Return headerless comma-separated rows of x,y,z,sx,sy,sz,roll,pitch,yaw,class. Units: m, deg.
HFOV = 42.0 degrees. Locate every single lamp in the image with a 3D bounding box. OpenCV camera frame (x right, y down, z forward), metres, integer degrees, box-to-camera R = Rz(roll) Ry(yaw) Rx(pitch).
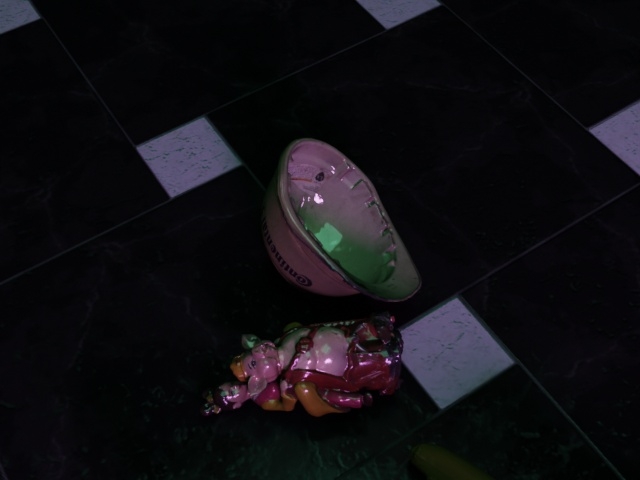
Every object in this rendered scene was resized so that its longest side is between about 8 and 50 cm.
-0.025,0.153,1.013,0.253,0.118,0.118,-6,55,-5,lamp

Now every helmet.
0.000,0.005,1.103,0.204,0.137,0.257,3,53,-47,helmet

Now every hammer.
0.215,0.301,0.892,0.305,0.202,0.113,26,83,37,hammer
